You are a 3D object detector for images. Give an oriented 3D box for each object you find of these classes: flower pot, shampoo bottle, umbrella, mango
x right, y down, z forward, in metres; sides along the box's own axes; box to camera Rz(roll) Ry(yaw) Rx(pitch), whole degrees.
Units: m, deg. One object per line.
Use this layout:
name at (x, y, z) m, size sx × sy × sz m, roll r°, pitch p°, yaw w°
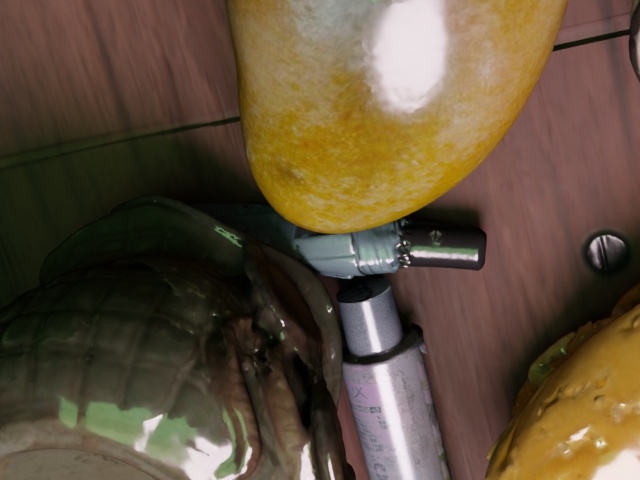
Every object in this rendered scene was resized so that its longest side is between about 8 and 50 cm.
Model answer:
flower pot at (-0.105, 0.132, 0.866) m, size 0.301 × 0.213 × 0.302 m, roll 7°, pitch 129°, yaw 9°
shampoo bottle at (0.058, 0.135, 0.942) m, size 0.072 × 0.072 × 0.214 m, roll -10°, pitch 107°, yaw 14°
umbrella at (0.000, 0.000, 0.911) m, size 0.250 × 0.053 × 0.052 m, roll 4°, pitch 109°, yaw 12°
mango at (0.043, -0.161, 0.774) m, size 0.221 × 0.199 × 0.384 m, roll 20°, pitch 121°, yaw -4°

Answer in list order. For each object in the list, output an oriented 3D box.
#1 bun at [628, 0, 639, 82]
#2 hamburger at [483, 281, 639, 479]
bun at (0.287, -0.144, 0.766) m, size 0.172 × 0.120 × 0.173 m, roll 21°, pitch 145°, yaw 16°
hamburger at (0.283, 0.167, 0.862) m, size 0.318 × 0.158 × 0.319 m, roll 3°, pitch 112°, yaw 9°
